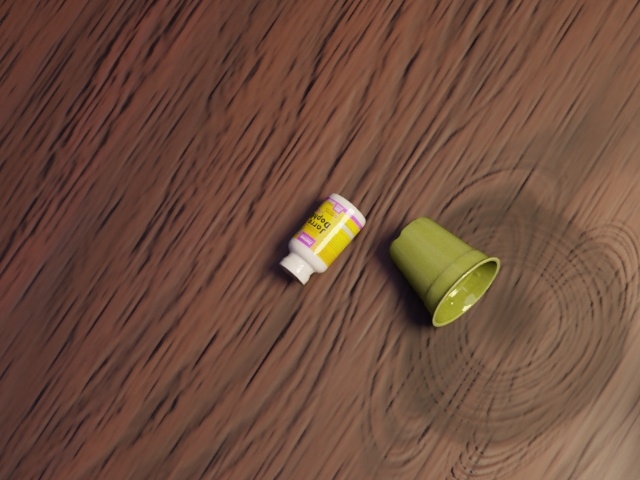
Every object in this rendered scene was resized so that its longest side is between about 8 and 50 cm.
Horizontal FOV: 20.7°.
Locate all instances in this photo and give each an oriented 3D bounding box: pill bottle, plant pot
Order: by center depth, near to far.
[{"bbox_3d":[0.106,0.021,1.583,0.083,0.083,0.079,-42,69,-7],"label":"plant pot"},{"bbox_3d":[0.000,0.000,1.600,0.043,0.043,0.083,39,81,8],"label":"pill bottle"}]
